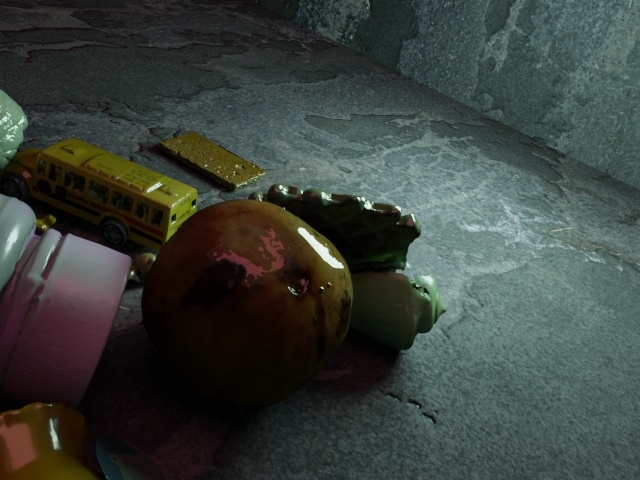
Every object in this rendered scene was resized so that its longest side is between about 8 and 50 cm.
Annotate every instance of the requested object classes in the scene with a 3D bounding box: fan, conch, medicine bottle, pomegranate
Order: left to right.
[{"bbox_3d":[-0.396,0.062,0.668,0.302,0.241,0.241,21,29,-21],"label":"medicine bottle"},{"bbox_3d":[-0.170,0.255,0.612,0.113,0.005,0.175,43,-6,42],"label":"fan"},{"bbox_3d":[-0.095,0.080,0.801,0.281,0.281,0.281,14,31,-9],"label":"pomegranate"},{"bbox_3d":[0.086,0.092,0.979,0.250,0.137,0.143,21,-5,-6],"label":"conch"}]

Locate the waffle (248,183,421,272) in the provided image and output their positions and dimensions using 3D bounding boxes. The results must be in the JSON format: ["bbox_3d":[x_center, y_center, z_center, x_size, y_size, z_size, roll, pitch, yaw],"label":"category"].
[{"bbox_3d":[0.000,0.000,0.967,0.309,0.292,0.056,9,60,-10],"label":"waffle"}]

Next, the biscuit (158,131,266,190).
[{"bbox_3d":[-0.248,-0.183,1.355,0.231,0.025,0.131,30,34,18],"label":"biscuit"}]

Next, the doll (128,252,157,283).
[{"bbox_3d":[-0.307,0.045,0.940,0.093,0.051,0.061,1,7,-33],"label":"doll"}]

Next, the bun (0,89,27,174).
[{"bbox_3d":[-0.589,-0.161,0.972,0.204,0.212,0.126,-14,66,-24],"label":"bun"}]

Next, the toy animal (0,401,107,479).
[{"bbox_3d":[-0.269,0.238,0.563,0.230,0.156,0.156,32,33,32],"label":"toy animal"}]

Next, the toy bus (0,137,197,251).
[{"bbox_3d":[-0.389,-0.090,1.036,0.335,0.123,0.121,23,31,7],"label":"toy bus"}]

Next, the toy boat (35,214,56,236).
[{"bbox_3d":[-0.552,-0.043,0.881,0.318,0.141,0.099,20,71,11],"label":"toy boat"}]
